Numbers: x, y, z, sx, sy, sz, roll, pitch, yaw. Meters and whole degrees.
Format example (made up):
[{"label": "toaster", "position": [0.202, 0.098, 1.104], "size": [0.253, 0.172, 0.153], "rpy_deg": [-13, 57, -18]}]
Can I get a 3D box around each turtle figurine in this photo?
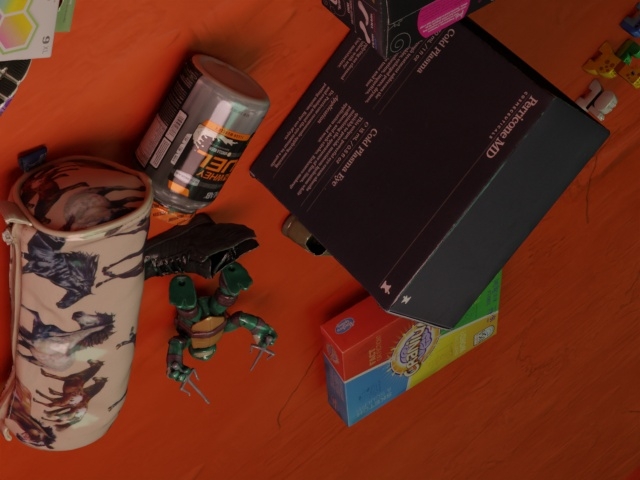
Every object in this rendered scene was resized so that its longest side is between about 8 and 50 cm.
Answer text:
[{"label": "turtle figurine", "position": [-0.158, 0.128, 1.948], "size": [0.175, 0.118, 0.234], "rpy_deg": [-32, 150, -25]}]

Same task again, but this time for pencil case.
[{"label": "pencil case", "position": [-0.316, 0.086, 1.704], "size": [0.183, 0.160, 0.410], "rpy_deg": [-4, 132, -21]}]

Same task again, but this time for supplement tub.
[{"label": "supplement tub", "position": [-0.153, -0.120, 1.685], "size": [0.117, 0.117, 0.190], "rpy_deg": [7, 122, -49]}]

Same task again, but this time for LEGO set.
[{"label": "LEGO set", "position": [0.500, -0.285, 2.198], "size": [0.227, 0.093, 0.087], "rpy_deg": [-49, 146, 9]}]

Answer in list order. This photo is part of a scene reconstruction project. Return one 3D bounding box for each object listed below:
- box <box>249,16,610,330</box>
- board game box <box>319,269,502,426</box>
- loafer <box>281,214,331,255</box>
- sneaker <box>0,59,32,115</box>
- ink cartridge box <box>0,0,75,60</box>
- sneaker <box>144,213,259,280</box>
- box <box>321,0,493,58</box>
[{"label": "box", "position": [0.136, -0.115, 1.814], "size": [0.343, 0.312, 0.179], "rpy_deg": [-52, 145, 13]}, {"label": "board game box", "position": [0.152, 0.147, 2.266], "size": [0.316, 0.064, 0.242], "rpy_deg": [-30, 147, -17]}, {"label": "loafer", "position": [0.000, 0.000, 2.031], "size": [0.148, 0.050, 0.056], "rpy_deg": [14, 117, -51]}, {"label": "sneaker", "position": [-0.371, -0.147, 1.497], "size": [0.170, 0.068, 0.071], "rpy_deg": [-55, 179, 5]}, {"label": "ink cartridge box", "position": [-0.324, -0.245, 1.413], "size": [0.209, 0.062, 0.109], "rpy_deg": [-11, 127, -40]}, {"label": "sneaker", "position": [-0.173, 0.021, 1.842], "size": [0.170, 0.089, 0.051], "rpy_deg": [-34, 145, -15]}, {"label": "box", "position": [0.130, -0.367, 1.689], "size": [0.247, 0.142, 0.163], "rpy_deg": [-31, 143, -20]}]
